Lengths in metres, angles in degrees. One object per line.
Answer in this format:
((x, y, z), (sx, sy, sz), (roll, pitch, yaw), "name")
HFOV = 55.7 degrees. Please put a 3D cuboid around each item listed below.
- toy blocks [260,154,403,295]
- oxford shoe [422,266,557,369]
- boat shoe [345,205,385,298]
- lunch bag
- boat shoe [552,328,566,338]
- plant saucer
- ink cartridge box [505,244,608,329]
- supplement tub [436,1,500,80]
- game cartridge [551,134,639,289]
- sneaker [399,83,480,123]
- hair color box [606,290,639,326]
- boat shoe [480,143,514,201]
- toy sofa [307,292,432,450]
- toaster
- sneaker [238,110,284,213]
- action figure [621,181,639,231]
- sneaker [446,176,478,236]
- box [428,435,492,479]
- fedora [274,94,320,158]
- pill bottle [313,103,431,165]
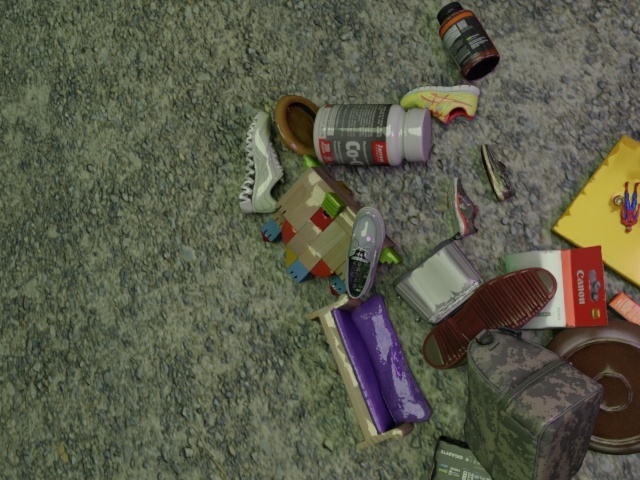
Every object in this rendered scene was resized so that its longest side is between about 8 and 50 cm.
((0.000, 0.000, 1.589), (0.381, 0.191, 0.261), (48, 109, 13), "toy blocks")
((0.400, 0.182, 1.411), (0.348, 0.130, 0.123), (-37, 57, 23), "oxford shoe")
((0.103, 0.033, 1.435), (0.079, 0.081, 0.227), (11, 110, 13), "boat shoe")
((0.419, 0.362, 1.285), (0.212, 0.305, 0.256), (-26, 39, -27), "lunch bag")
((0.575, 0.171, 1.414), (0.060, 0.064, 0.178), (-3, 81, -18), "boat shoe")
((0.633, 0.327, 1.326), (0.310, 0.050, 0.311), (2, 95, 21), "plant saucer")
((0.528, 0.110, 1.378), (0.224, 0.056, 0.181), (-17, 70, 56), "ink cartridge box")
((0.379, -0.525, 1.580), (0.106, 0.106, 0.198), (-28, 72, 12), "supplement tub")
((0.756, -0.044, 1.397), (0.323, 0.052, 0.285), (38, 94, 18), "game cartridge")
((0.310, -0.351, 1.585), (0.208, 0.081, 0.094), (-1, 82, 18), "sneaker")
((0.713, 0.178, 1.355), (0.043, 0.072, 0.141), (-47, 70, 5), "hair color box")
((0.445, -0.174, 1.524), (0.049, 0.056, 0.152), (-18, 84, 10), "boat shoe")
((0.123, 0.309, 1.491), (0.177, 0.150, 0.363), (-26, 73, 14), "toy sofa")
((0.300, 0.104, 1.479), (0.227, 0.129, 0.146), (-40, 71, 6), "toaster")
((-0.154, -0.217, 1.714), (0.118, 0.110, 0.292), (5, 90, 12), "sneaker")
((0.705, -0.076, 1.377), (0.038, 0.030, 0.115), (5, 84, 13), "action figure")
((0.365, -0.085, 1.540), (0.065, 0.061, 0.158), (-5, 78, -9), "sneaker")
((0.382, 0.636, 1.384), (0.295, 0.073, 0.293), (11, 84, 20), "box")
((-0.062, -0.307, 1.683), (0.079, 0.194, 0.194), (-27, 69, 49), "fedora")
((0.138, -0.276, 1.586), (0.283, 0.161, 0.161), (4, 81, 20), "pill bottle")
